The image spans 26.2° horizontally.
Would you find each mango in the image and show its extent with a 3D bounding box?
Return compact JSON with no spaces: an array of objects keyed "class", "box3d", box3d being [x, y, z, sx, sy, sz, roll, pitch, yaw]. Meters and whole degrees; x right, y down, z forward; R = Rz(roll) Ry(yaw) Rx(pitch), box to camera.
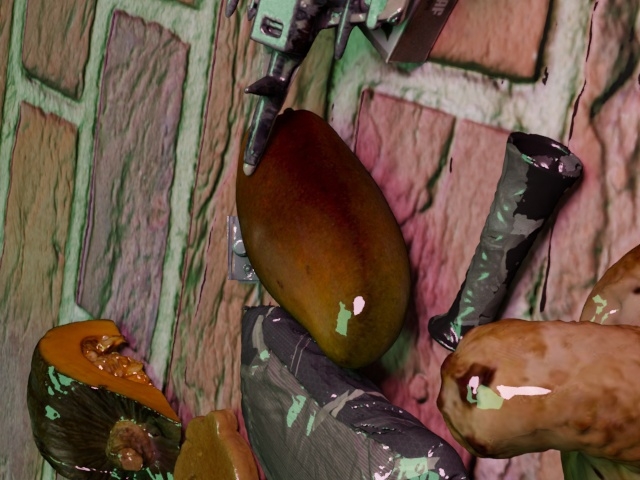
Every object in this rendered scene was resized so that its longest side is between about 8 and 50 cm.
[{"class":"mango","box3d":[0.000,0.000,1.154,0.133,0.111,0.267,-42,49,19]}]

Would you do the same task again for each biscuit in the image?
[{"class":"biscuit","box3d":[-0.089,0.289,1.353,0.184,0.035,0.249,-54,47,40]}]

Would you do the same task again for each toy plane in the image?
[{"class":"toy plane","box3d":[-0.027,-0.174,1.102,0.192,0.088,0.262,23,100,19]}]

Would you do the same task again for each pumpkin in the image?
[{"class":"pumpkin","box3d":[-0.245,0.197,1.507,0.248,0.126,0.131,40,123,49]}]

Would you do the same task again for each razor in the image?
[{"class":"razor","box3d":[-0.071,0.006,1.271,0.135,0.040,0.068,71,-162,-88]}]

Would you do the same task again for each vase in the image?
[{"class":"vase","box3d":[0.133,0.006,1.006,0.059,0.059,0.167,50,129,44]}]

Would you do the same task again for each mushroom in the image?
[{"class":"mushroom","box3d":[0.225,0.116,0.758,0.267,0.254,0.267,33,139,34]}]

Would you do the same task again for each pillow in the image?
[{"class":"pillow","box3d":[0.018,0.170,1.138,0.335,0.092,0.161,38,129,50]}]

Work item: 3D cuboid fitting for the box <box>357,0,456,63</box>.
[{"class":"box","box3d":[0.037,-0.318,1.166,0.325,0.047,0.180,60,135,38]}]
